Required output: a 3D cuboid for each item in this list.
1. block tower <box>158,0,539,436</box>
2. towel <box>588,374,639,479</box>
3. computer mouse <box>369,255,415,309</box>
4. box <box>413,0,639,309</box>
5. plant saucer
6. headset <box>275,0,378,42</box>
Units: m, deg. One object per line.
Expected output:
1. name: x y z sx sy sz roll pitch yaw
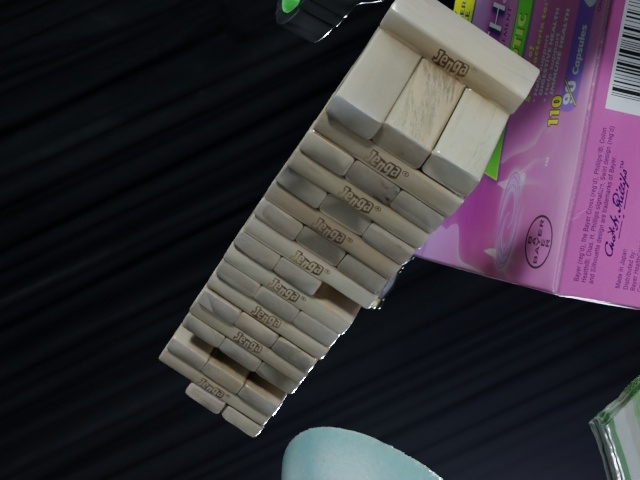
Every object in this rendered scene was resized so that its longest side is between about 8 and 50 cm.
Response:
1. block tower: 0.000 0.000 0.757 0.091 0.097 0.335 33 -43 -3
2. towel: 0.314 0.170 1.150 0.023 0.152 0.113 12 -50 48
3. computer mouse: 0.032 -0.019 1.251 0.042 0.106 0.193 2 36 -43
4. box: 0.177 -0.072 0.872 0.243 0.117 0.214 -162 -98 -72
5. plant saucer: 0.040 0.188 0.650 0.195 0.037 0.195 30 -38 28
6. headset: 0.038 -0.389 1.323 0.394 0.185 0.243 -42 -152 50
